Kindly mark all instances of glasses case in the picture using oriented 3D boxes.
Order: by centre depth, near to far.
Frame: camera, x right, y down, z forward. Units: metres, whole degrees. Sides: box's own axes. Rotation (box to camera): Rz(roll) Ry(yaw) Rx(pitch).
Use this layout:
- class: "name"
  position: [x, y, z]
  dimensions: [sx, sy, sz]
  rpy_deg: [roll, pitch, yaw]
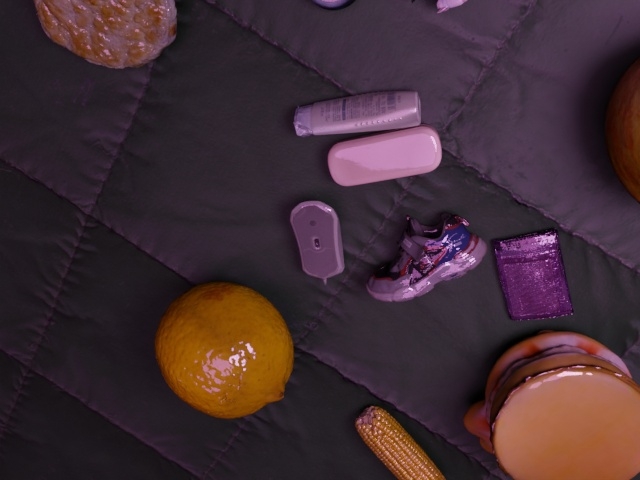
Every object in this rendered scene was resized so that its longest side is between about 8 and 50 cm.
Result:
- class: "glasses case"
  position: [0.110, -0.147, 0.953]
  dimensions: [0.197, 0.050, 0.083]
  rpy_deg: [-7, 111, 17]

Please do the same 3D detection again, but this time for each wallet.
- class: "wallet"
  position: [0.378, 0.066, 0.978]
  dimensions: [0.111, 0.030, 0.165]
  rpy_deg: [-14, 107, 17]

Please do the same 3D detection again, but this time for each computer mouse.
- class: "computer mouse"
  position: [0.000, 0.000, 1.034]
  dimensions: [0.089, 0.056, 0.181]
  rpy_deg: [-2, 118, 16]

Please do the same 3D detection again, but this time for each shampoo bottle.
- class: "shampoo bottle"
  position: [0.061, -0.214, 0.936]
  dimensions: [0.213, 0.049, 0.072]
  rpy_deg: [-3, 69, 18]

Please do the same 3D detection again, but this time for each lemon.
- class: "lemon"
  position: [-0.181, 0.205, 1.052]
  dimensions: [0.268, 0.267, 0.267]
  rpy_deg: [5, 111, 12]

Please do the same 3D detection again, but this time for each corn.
- class: "corn"
  position: [0.172, 0.449, 1.149]
  dimensions: [0.081, 0.081, 0.248]
  rpy_deg: [-39, 96, 23]

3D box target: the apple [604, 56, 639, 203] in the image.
- class: "apple"
  position: [0.543, -0.147, 0.724]
  dimensions: [0.302, 0.301, 0.301]
  rpy_deg: [5, 111, 12]

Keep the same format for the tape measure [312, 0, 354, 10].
- class: "tape measure"
  position: [0.020, -0.404, 0.818]
  dimensions: [0.105, 0.179, 0.106]
  rpy_deg: [-6, 109, -1]

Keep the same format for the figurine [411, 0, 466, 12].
- class: "figurine"
  position: [0.232, -0.414, 0.794]
  dimensions: [0.229, 0.111, 0.137]
  rpy_deg: [-13, 134, 25]

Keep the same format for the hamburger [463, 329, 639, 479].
- class: "hamburger"
  position: [0.410, 0.307, 0.978]
  dimensions: [0.261, 0.186, 0.302]
  rpy_deg: [40, 105, -5]

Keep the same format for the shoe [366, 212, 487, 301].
- class: "shoe"
  position: [0.169, 0.021, 0.972]
  dimensions: [0.228, 0.099, 0.125]
  rpy_deg: [-26, 110, 16]

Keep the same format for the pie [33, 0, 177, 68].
- class: "pie"
  position: [-0.367, -0.424, 0.940]
  dimensions: [0.275, 0.105, 0.256]
  rpy_deg: [9, 121, 11]
